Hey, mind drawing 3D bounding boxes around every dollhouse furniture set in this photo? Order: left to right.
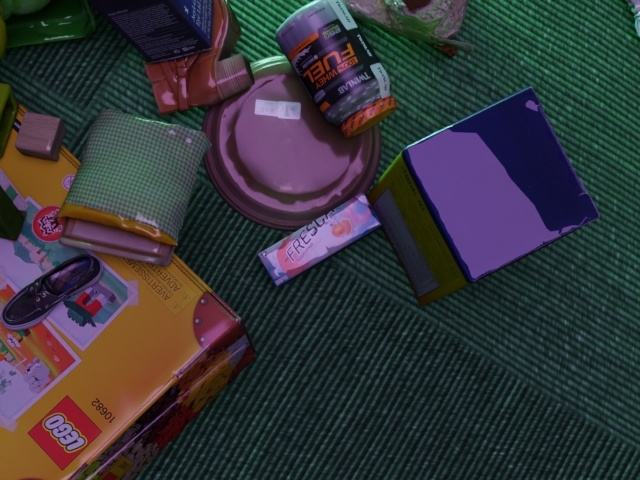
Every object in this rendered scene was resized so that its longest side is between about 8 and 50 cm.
[{"bbox_3d":[-0.309,-0.099,1.477,0.301,0.151,0.198,11,72,6],"label":"dollhouse furniture set"}]

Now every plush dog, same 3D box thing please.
[{"bbox_3d":[0.174,-0.418,1.809,0.210,0.262,0.225,22,89,-37],"label":"plush dog"}]

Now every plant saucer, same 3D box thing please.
[{"bbox_3d":[-0.042,-0.153,1.813,0.277,0.041,0.278,1,81,-6],"label":"plant saucer"}]

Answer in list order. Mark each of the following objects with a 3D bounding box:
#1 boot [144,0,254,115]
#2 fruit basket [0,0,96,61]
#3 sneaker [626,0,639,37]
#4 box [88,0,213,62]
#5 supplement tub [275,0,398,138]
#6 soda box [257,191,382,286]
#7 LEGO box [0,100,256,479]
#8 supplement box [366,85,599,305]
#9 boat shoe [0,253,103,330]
[{"bbox_3d":[-0.194,-0.289,1.801,0.152,0.073,0.197,-19,64,9],"label":"boot"},{"bbox_3d":[-0.507,-0.314,1.641,0.392,0.283,0.392,0,68,1],"label":"fruit basket"},{"bbox_3d":[0.521,-0.370,1.902,0.212,0.080,0.094,36,91,-2],"label":"sneaker"},{"bbox_3d":[-0.245,-0.376,1.705,0.108,0.207,0.153,-10,65,20],"label":"box"},{"bbox_3d":[0.027,-0.253,1.757,0.117,0.117,0.190,-31,86,-10],"label":"supplement tub"},{"bbox_3d":[0.000,0.000,1.766,0.183,0.063,0.058,-31,86,1],"label":"soda box"},{"bbox_3d":[-0.393,0.094,1.599,0.372,0.193,0.500,-44,75,-11],"label":"LEGO box"},{"bbox_3d":[0.211,-0.049,1.666,0.195,0.356,0.194,-26,86,-9],"label":"supplement box"},{"bbox_3d":[-0.337,0.060,1.484,0.142,0.040,0.049,-34,73,-9],"label":"boat shoe"}]
